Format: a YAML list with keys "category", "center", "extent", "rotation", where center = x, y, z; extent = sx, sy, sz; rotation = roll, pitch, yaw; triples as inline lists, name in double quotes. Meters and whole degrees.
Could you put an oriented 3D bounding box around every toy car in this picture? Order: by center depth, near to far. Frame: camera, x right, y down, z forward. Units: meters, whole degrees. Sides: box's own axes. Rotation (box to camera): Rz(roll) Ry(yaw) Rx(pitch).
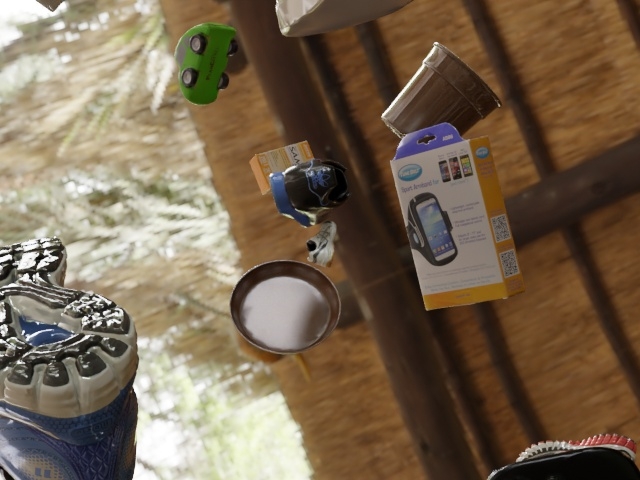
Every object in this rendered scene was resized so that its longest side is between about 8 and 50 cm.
- category: "toy car"
  center: [-0.122, -0.267, 1.346]
  extent: [0.053, 0.239, 0.225]
  rotation: [33, -67, 34]

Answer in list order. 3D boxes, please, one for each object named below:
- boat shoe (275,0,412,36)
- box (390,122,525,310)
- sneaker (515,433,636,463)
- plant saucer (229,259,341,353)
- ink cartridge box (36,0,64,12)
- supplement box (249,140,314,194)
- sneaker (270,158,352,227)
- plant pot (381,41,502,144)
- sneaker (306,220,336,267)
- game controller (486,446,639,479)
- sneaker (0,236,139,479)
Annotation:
- category: "boat shoe"
  center: [0.018, -0.279, 0.974]
  extent: [0.340, 0.127, 0.158]
  rotation: [158, -81, -79]
- category: "box"
  center: [0.101, -0.019, 0.888]
  extent: [0.081, 0.028, 0.136]
  rotation: [-12, -90, 45]
- category: "sneaker"
  center: [0.440, 0.400, 2.060]
  extent: [0.225, 0.092, 0.088]
  rotation: [-16, -38, 33]
- category: "plant saucer"
  center: [-0.053, 0.105, 1.779]
  extent: [0.168, 0.168, 0.029]
  rotation: [54, -22, 30]
- category: "ink cartridge box"
  center: [-0.385, -0.583, 1.782]
  extent: [0.279, 0.384, 0.160]
  rotation: [47, 4, 30]
- category: "supplement box"
  center: [-0.058, -0.119, 1.926]
  extent: [0.036, 0.098, 0.062]
  rotation: [-37, -106, 61]
- category: "sneaker"
  center: [0.004, -0.067, 1.627]
  extent: [0.232, 0.090, 0.081]
  rotation: [-3, 80, -77]
- category: "plant pot"
  center: [0.207, -0.236, 2.097]
  extent: [0.167, 0.165, 0.167]
  rotation: [43, 4, -4]
- category: "sneaker"
  center: [0.000, 0.000, 1.559]
  extent: [0.083, 0.037, 0.032]
  rotation: [-87, -168, -52]
- category: "game controller"
  center: [0.266, 0.370, 1.170]
  extent: [0.067, 0.166, 0.319]
  rotation: [23, 55, -80]
- category: "sneaker"
  center: [-0.211, 0.093, 0.813]
  extent: [0.330, 0.130, 0.147]
  rotation: [-148, -130, -60]
